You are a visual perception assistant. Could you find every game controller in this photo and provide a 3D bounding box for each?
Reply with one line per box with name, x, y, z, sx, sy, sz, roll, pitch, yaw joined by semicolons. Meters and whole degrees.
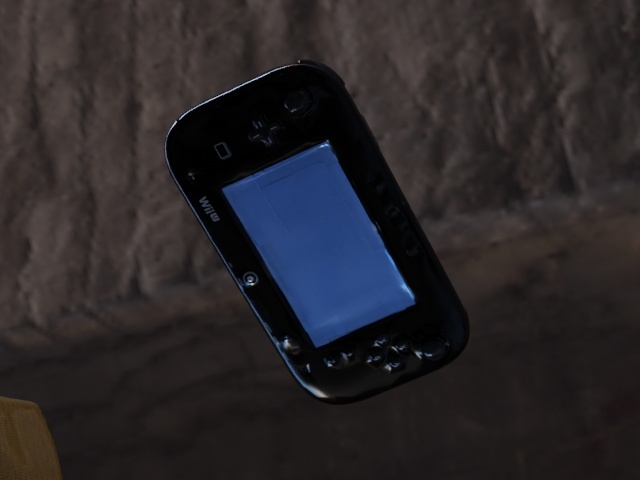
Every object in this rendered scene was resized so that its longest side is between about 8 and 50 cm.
game controller;0.000;0.000;1.440;0.319;0.166;0.067;60;-175;-24

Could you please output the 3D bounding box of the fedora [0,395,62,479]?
fedora;-0.190;0.149;0.933;0.079;0.194;0.194;0;-108;-23
